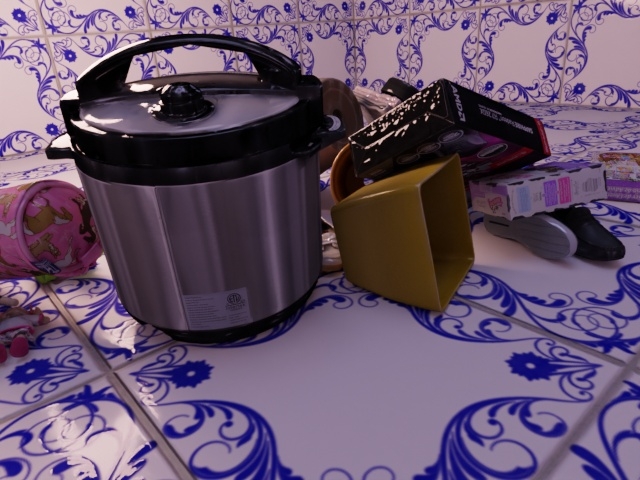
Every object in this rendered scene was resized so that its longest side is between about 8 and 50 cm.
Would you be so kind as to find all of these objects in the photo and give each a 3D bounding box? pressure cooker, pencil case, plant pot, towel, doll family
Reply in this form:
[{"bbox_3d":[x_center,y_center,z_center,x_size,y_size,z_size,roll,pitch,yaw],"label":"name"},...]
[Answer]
[{"bbox_3d":[-0.173,-0.100,0.755,0.375,0.421,0.369,24,41,35],"label":"pressure cooker"},{"bbox_3d":[-0.564,0.002,0.843,0.385,0.167,0.160,-7,-9,27],"label":"pencil case"},{"bbox_3d":[0.141,-0.017,0.846,0.187,0.212,0.212,-3,20,33],"label":"plant pot"},{"bbox_3d":[0.204,-0.249,1.255,0.053,0.317,0.332,-36,26,3],"label":"towel"},{"bbox_3d":[-0.048,-0.294,1.260,0.280,0.324,0.323,-7,15,45],"label":"plant pot"},{"bbox_3d":[0.124,-0.147,1.162,0.204,0.205,0.188,-4,8,1],"label":"plant pot"},{"bbox_3d":[-0.570,0.124,0.724,0.262,0.119,0.163,-16,26,-24],"label":"doll family"}]

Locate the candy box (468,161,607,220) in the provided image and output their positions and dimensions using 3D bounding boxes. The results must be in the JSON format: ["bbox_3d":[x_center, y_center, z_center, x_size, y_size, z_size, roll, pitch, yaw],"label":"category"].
[{"bbox_3d":[0.422,-0.102,0.945,0.196,0.070,0.165,-13,12,-5],"label":"candy box"}]

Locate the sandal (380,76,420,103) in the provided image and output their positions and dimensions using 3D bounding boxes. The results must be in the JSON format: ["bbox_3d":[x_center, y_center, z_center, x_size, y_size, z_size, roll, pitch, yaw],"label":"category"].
[{"bbox_3d":[0.298,-0.261,1.268,0.445,0.107,0.167,30,9,-36],"label":"sandal"}]

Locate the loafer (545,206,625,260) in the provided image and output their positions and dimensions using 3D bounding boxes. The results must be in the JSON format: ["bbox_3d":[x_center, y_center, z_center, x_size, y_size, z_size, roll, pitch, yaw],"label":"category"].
[{"bbox_3d":[0.507,-0.027,0.938,0.076,0.078,0.223,-7,23,-5],"label":"loafer"}]

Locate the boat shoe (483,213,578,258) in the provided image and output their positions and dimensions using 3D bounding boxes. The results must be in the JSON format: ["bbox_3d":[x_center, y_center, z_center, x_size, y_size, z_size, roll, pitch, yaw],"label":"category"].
[{"bbox_3d":[0.429,-0.030,0.952,0.075,0.083,0.226,-14,24,-19],"label":"boat shoe"}]

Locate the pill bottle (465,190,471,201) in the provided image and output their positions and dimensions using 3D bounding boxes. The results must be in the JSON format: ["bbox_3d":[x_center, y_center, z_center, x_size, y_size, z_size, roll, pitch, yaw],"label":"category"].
[{"bbox_3d":[0.414,-0.122,1.176,0.078,0.078,0.137,-16,26,-26],"label":"pill bottle"}]

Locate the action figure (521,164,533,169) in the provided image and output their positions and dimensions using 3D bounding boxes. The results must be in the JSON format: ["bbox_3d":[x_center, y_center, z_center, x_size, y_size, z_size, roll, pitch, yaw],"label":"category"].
[{"bbox_3d":[0.572,-0.224,1.323,0.091,0.139,0.280,1,21,8],"label":"action figure"}]

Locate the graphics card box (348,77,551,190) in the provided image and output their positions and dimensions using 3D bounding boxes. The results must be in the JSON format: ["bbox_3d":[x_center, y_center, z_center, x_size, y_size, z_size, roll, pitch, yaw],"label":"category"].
[{"bbox_3d":[0.265,-0.187,0.952,0.370,0.094,0.232,4,-18,-42],"label":"graphics card box"}]

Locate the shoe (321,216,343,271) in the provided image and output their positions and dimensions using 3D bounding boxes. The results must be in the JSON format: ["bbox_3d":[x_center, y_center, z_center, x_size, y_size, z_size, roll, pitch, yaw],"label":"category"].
[{"bbox_3d":[0.000,0.000,0.988,0.076,0.059,0.219,-8,23,-8],"label":"shoe"}]

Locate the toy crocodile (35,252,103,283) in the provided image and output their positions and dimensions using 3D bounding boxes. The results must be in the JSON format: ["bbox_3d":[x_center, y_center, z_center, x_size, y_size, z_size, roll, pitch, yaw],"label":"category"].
[{"bbox_3d":[-0.589,0.006,1.018,0.340,0.105,0.115,12,28,34],"label":"toy crocodile"}]

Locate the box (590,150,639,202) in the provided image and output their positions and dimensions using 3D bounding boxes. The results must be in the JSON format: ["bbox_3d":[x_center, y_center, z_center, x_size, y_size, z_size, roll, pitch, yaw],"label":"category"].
[{"bbox_3d":[0.813,-0.171,1.245,0.200,0.057,0.293,9,27,30],"label":"box"}]
